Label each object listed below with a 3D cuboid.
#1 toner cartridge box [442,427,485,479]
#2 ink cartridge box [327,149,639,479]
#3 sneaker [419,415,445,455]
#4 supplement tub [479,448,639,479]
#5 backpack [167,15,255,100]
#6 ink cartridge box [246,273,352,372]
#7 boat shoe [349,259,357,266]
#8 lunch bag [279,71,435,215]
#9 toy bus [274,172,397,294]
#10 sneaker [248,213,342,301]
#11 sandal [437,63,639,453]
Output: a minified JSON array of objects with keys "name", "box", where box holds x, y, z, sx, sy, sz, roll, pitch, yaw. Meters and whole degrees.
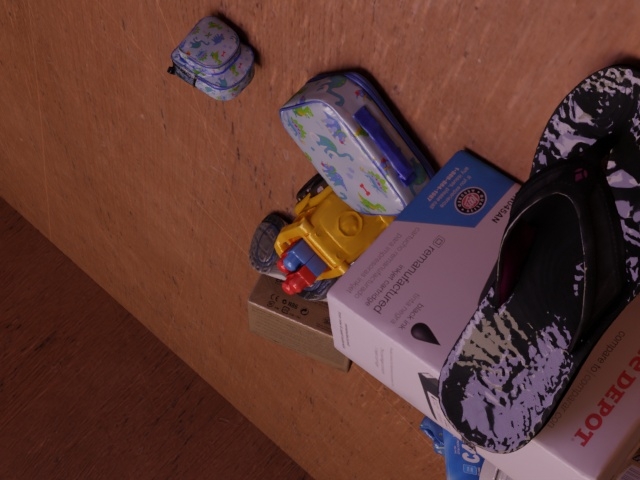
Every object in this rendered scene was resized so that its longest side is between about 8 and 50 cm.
[{"name":"toner cartridge box","box":[0.270,0.341,1.863,0.075,0.165,0.348,8,134,19]},{"name":"ink cartridge box","box":[0.250,0.112,1.365,0.395,0.285,0.166,34,158,23]},{"name":"sneaker","box":[0.293,0.386,2.076,0.240,0.126,0.091,28,155,38]},{"name":"supplement tub","box":[0.433,0.419,1.718,0.316,0.228,0.228,26,154,41]},{"name":"backpack","box":[-0.160,-0.276,1.646,0.114,0.105,0.084,36,161,7]},{"name":"ink cartridge box","box":[-0.029,0.167,2.231,0.234,0.088,0.193,22,158,7]},{"name":"boat shoe","box":[0.090,0.052,1.900,0.183,0.065,0.083,45,167,13]},{"name":"lunch bag","box":[0.055,-0.134,1.535,0.219,0.090,0.176,50,160,-18]},{"name":"toy bus","box":[0.000,0.000,1.741,0.149,0.211,0.220,46,162,-10]},{"name":"sneaker","box":[-0.033,0.048,2.057,0.129,0.111,0.297,23,-169,-42]},{"name":"sandal","box":[0.245,0.038,1.115,0.167,0.107,0.446,29,112,25]}]
